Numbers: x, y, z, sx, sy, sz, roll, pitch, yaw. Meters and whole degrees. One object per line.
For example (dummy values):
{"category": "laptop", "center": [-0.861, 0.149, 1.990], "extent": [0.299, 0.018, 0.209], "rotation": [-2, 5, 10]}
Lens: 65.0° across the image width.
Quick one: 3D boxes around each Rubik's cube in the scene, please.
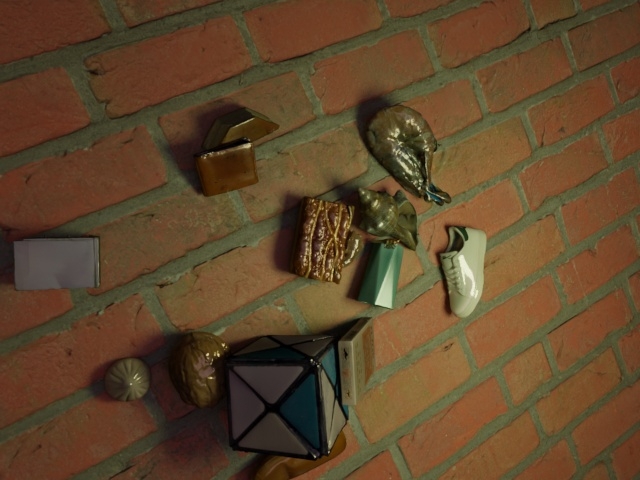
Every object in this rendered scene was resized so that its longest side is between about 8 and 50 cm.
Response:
{"category": "Rubik's cube", "center": [-0.091, 0.463, 1.555], "extent": [0.311, 0.307, 0.304], "rotation": [-1, 91, 18]}

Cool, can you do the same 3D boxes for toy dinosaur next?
{"category": "toy dinosaur", "center": [0.237, 0.012, 1.786], "extent": [0.113, 0.026, 0.041], "rotation": [-9, 74, 16]}

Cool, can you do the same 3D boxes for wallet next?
{"category": "wallet", "center": [-0.302, -0.234, 1.622], "extent": [0.196, 0.042, 0.160], "rotation": [-22, 131, -20]}

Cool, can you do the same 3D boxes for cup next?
{"category": "cup", "center": [0.224, 0.125, 1.838], "extent": [0.134, 0.148, 0.235], "rotation": [26, 74, -52]}

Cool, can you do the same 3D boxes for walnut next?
{"category": "walnut", "center": [-0.369, 0.397, 1.561], "extent": [0.198, 0.198, 0.244], "rotation": [-16, 102, -21]}

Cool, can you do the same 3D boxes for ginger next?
{"category": "ginger", "center": [0.099, 0.045, 1.821], "extent": [0.069, 0.051, 0.173], "rotation": [39, 75, -14]}

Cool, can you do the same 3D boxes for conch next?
{"category": "conch", "center": [0.246, -0.093, 1.832], "extent": [0.203, 0.169, 0.386], "rotation": [-49, 142, 6]}

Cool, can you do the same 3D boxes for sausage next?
{"category": "sausage", "center": [-0.082, 0.743, 1.722], "extent": [0.354, 0.116, 0.134], "rotation": [-21, 130, -19]}

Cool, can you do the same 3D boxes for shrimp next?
{"category": "shrimp", "center": [0.344, -0.306, 1.858], "extent": [0.221, 0.110, 0.445], "rotation": [-33, 112, 18]}

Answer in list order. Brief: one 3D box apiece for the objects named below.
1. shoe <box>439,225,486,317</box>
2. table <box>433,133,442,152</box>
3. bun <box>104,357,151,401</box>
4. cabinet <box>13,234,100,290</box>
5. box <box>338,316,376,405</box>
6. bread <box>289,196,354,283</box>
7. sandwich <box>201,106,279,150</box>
{"category": "shoe", "center": [0.537, 0.114, 1.957], "extent": [0.160, 0.132, 0.362], "rotation": [16, 81, -22]}
{"category": "table", "center": [0.404, -0.356, 1.918], "extent": [0.079, 0.083, 0.062], "rotation": [-45, 105, -16]}
{"category": "bun", "center": [-0.586, 0.428, 1.528], "extent": [0.138, 0.094, 0.138], "rotation": [0, 90, -19]}
{"category": "cabinet", "center": [-0.742, 0.059, 1.431], "extent": [0.206, 0.145, 0.149], "rotation": [-1, 92, -22]}
{"category": "box", "center": [0.130, 0.393, 1.697], "extent": [0.051, 0.365, 0.204], "rotation": [-4, 92, 16]}
{"category": "bread", "center": [0.000, 0.000, 1.732], "extent": [0.185, 0.114, 0.274], "rotation": [11, 88, -7]}
{"category": "sandwich", "center": [-0.266, -0.365, 1.636], "extent": [0.258, 0.094, 0.096], "rotation": [-29, 142, -19]}
